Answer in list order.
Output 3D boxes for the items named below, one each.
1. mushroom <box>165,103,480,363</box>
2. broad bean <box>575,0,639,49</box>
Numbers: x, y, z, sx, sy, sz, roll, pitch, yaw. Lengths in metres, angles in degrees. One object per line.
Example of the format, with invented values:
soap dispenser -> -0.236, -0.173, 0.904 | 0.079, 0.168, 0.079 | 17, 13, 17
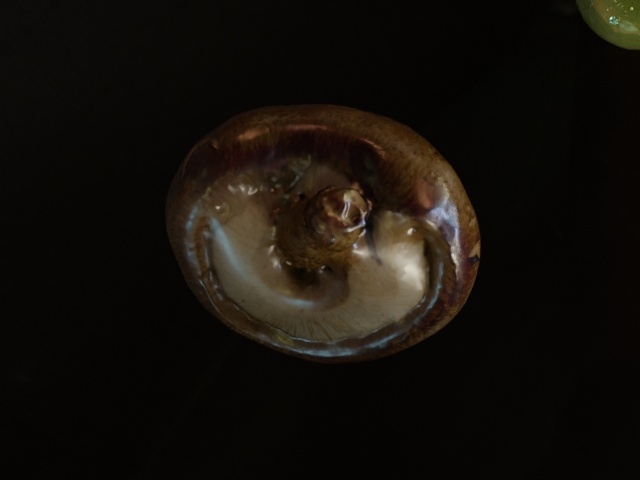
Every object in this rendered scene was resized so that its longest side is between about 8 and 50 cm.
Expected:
mushroom -> 0.004, -0.011, 1.255 | 0.231, 0.194, 0.138 | 17, 53, 5
broad bean -> 0.123, -0.105, 0.598 | 0.063, 0.045, 0.083 | 16, 112, -6
